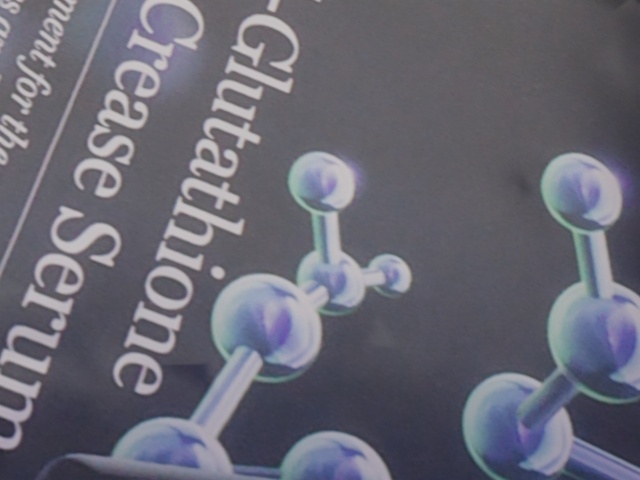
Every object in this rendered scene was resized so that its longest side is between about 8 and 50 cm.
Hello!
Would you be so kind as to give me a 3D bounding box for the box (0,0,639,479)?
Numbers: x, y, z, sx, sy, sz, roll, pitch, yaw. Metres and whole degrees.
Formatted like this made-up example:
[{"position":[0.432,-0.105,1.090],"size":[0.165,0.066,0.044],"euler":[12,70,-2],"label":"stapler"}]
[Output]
[{"position":[0.001,0.065,0.535],"size":[0.395,0.212,0.294],"euler":[22,61,-10],"label":"box"}]
